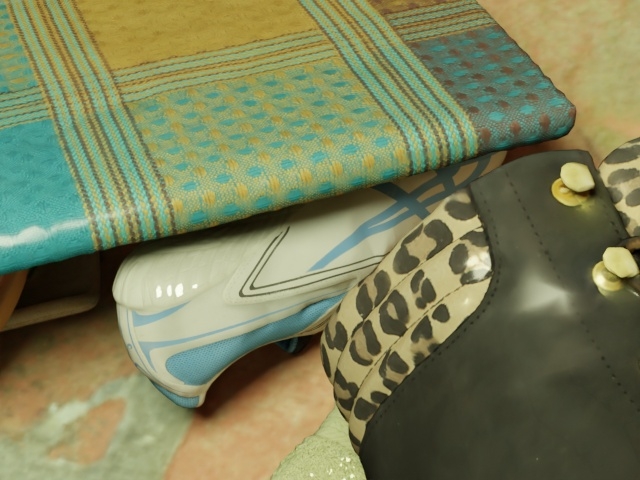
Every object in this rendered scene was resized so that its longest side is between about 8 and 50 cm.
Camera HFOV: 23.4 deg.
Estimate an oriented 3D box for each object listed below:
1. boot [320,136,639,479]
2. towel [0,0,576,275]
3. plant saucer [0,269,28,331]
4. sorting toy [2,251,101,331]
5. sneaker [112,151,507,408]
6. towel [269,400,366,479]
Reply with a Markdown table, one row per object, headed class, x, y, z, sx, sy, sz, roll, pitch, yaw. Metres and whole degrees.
| class | x | y | z | sx | sy | sz | roll | pitch | yaw |
| --- | --- | --- | --- | --- | --- | --- | --- | --- | --- |
| boot | 0.163 | 0.079 | 0.547 | 0.377 | 0.138 | 0.284 | -37 | 50 | 27 |
| towel | -0.089 | -0.077 | 0.810 | 0.370 | 0.040 | 0.271 | -13 | 35 | -10 |
| plant saucer | -0.244 | 0.021 | 0.822 | 0.200 | 0.037 | 0.200 | -7 | 55 | 10 |
| sorting toy | -0.224 | -0.022 | 0.888 | 0.193 | 0.038 | 0.208 | -14 | 50 | 6 |
| sneaker | 0.000 | 0.000 | 0.784 | 0.237 | 0.086 | 0.085 | -31 | 38 | -26 |
| towel | 0.058 | 0.108 | 0.704 | 0.148 | 0.027 | 0.110 | 24 | 62 | 31 |
